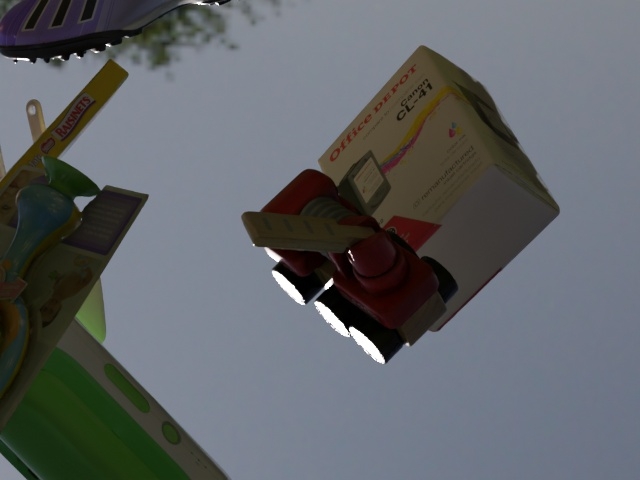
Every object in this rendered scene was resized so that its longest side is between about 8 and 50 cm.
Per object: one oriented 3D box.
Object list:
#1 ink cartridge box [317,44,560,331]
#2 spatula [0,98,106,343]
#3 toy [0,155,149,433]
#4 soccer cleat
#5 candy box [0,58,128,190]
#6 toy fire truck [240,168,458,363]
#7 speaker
[{"bbox_3d":[0.138,-0.070,2.053,0.131,0.226,0.306,31,-160,-32],"label":"ink cartridge box"},{"bbox_3d":[-0.287,-0.004,1.554,0.168,0.242,0.019,-16,173,34],"label":"spatula"},{"bbox_3d":[-0.216,0.047,0.965,0.137,0.056,0.237,14,-118,44],"label":"toy"},{"bbox_3d":[-0.157,-0.246,1.429,0.318,0.116,0.108,-16,-157,22],"label":"soccer cleat"},{"bbox_3d":[-0.247,-0.064,1.411,0.027,0.105,0.206,40,-117,-5],"label":"candy box"},{"bbox_3d":[0.000,0.000,1.733,0.158,0.246,0.217,-43,-133,-13],"label":"toy fire truck"},{"bbox_3d":[-0.199,0.174,1.440,0.131,0.296,0.131,-39,-166,11],"label":"speaker"}]
